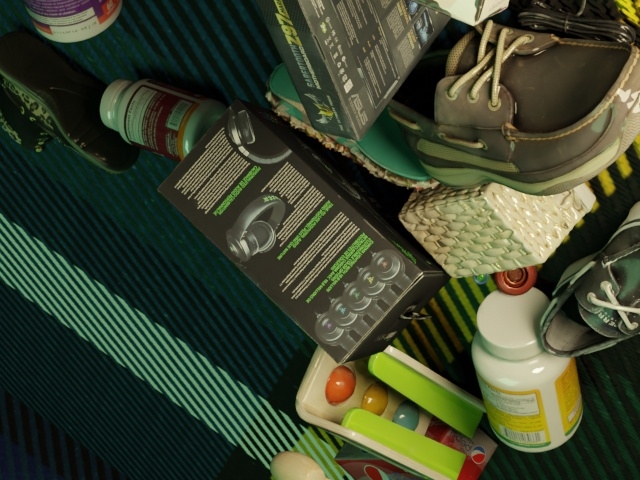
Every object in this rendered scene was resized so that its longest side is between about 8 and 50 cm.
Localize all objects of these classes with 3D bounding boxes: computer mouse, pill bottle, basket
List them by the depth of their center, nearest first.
[{"bbox_3d":[0.214,-0.227,1.245,0.106,0.042,0.193,26,153,22],"label":"computer mouse"},{"bbox_3d":[0.176,-0.034,1.544,0.113,0.103,0.167,46,153,-18],"label":"basket"},{"bbox_3d":[-0.290,-0.317,1.634,0.108,0.108,0.193,23,151,25],"label":"pill bottle"},{"bbox_3d":[0.239,0.147,1.752,0.117,0.117,0.208,20,150,30],"label":"pill bottle"},{"bbox_3d":[-0.189,-0.147,1.822,0.152,0.086,0.086,21,150,30],"label":"pill bottle"}]

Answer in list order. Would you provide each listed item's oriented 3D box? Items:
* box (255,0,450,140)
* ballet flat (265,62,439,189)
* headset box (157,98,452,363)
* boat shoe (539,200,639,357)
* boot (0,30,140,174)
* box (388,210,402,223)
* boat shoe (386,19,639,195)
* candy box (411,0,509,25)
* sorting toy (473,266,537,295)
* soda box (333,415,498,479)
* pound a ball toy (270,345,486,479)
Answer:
[{"bbox_3d":[0.026,-0.231,1.307,0.059,0.183,0.233,18,150,34],"label":"box"},{"bbox_3d":[0.047,-0.120,1.592,0.241,0.091,0.077,35,171,26],"label":"ballet flat"},{"bbox_3d":[0.000,0.000,1.611,0.283,0.131,0.246,44,-172,11],"label":"headset box"},{"bbox_3d":[0.306,0.049,1.524,0.108,0.102,0.301,38,154,-5],"label":"boat shoe"},{"bbox_3d":[-0.341,-0.157,1.996,0.236,0.085,0.178,42,156,2],"label":"boot"},{"bbox_3d":[0.026,0.023,1.837,0.156,0.093,0.158,22,152,26],"label":"box"},{"bbox_3d":[0.160,-0.122,1.342,0.130,0.132,0.355,36,161,-21],"label":"boat shoe"},{"bbox_3d":[0.090,-0.300,1.126,0.159,0.071,0.233,26,121,20],"label":"candy box"},{"bbox_3d":[0.194,0.022,1.686,0.102,0.061,0.042,45,-172,-2],"label":"sorting toy"},{"bbox_3d":[0.133,0.309,2.180,0.083,0.092,0.263,45,153,-17],"label":"soda box"},{"bbox_3d":[0.062,0.244,1.915,0.136,0.208,0.319,17,170,41],"label":"pound a ball toy"}]
